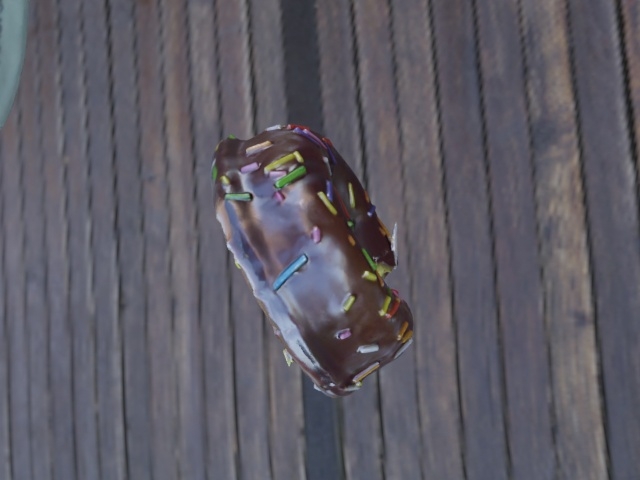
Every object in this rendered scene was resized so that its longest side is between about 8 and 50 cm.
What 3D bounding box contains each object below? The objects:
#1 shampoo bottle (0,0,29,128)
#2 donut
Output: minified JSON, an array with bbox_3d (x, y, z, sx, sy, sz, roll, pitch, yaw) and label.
[{"bbox_3d":[-0.297,-0.136,0.501,0.359,0.078,0.134,14,112,12],"label":"shampoo bottle"},{"bbox_3d":[-0.001,0.001,0.983,0.096,0.230,0.216,-26,103,14],"label":"donut"}]
